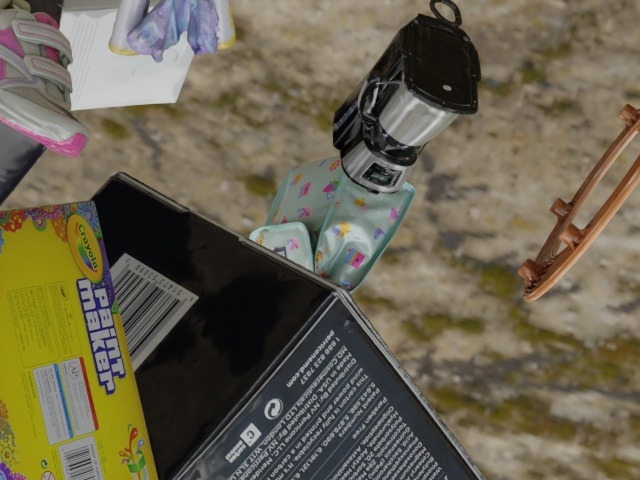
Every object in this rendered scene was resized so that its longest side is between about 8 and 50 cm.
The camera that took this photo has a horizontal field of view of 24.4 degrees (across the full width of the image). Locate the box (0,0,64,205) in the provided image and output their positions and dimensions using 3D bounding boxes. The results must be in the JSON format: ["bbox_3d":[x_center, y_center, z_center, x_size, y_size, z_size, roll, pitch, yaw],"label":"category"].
[{"bbox_3d":[-0.475,-0.166,1.857,0.183,0.294,0.296,26,128,-27],"label":"box"}]

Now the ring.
[{"bbox_3d":[0.318,-0.075,1.662,0.032,0.336,0.336,35,158,2],"label":"ring"}]

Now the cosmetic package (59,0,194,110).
[{"bbox_3d":[-0.304,-0.308,2.127,0.224,0.138,0.224,-8,149,-28],"label":"cosmetic package"}]

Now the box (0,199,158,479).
[{"bbox_3d":[-0.305,0.142,1.184,0.279,0.290,0.177,-13,179,32],"label":"box"}]

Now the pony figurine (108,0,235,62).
[{"bbox_3d":[-0.126,-0.362,1.451,0.303,0.351,0.363,15,123,6],"label":"pony figurine"}]

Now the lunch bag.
[{"bbox_3d":[0.000,0.000,2.401,0.160,0.262,0.223,35,160,-23],"label":"lunch bag"}]

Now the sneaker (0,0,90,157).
[{"bbox_3d":[-0.321,-0.190,1.611,0.252,0.111,0.103,46,-174,29],"label":"sneaker"}]

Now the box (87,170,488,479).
[{"bbox_3d":[-0.098,0.224,1.799,0.480,0.297,0.472,26,160,48],"label":"box"}]

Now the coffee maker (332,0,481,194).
[{"bbox_3d":[0.103,-0.164,1.713,0.120,0.171,0.178,35,138,-6],"label":"coffee maker"}]
